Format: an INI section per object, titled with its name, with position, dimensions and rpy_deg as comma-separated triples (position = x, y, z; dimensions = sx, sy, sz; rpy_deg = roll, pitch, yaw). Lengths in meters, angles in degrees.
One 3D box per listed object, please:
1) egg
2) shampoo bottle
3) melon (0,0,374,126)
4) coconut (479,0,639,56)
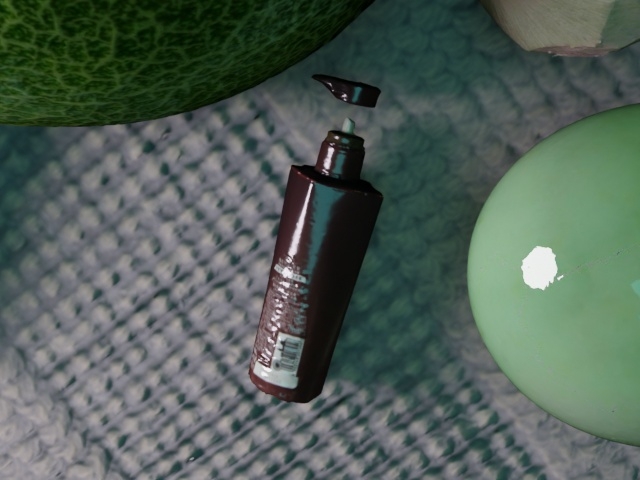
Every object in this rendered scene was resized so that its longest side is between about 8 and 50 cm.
[egg]
position = 0.230, 0.021, 0.584
dimensions = 0.269, 0.220, 0.220
rpy_deg = 0, 102, 3
[shampoo bottle]
position = -0.002, -0.001, 0.676
dimensions = 0.068, 0.067, 0.236
rpy_deg = 13, 102, -9
[melon]
position = -0.119, -0.174, 0.538
dimensions = 0.343, 0.331, 0.226
rpy_deg = 8, 72, 6
[coconut]
position = 0.167, -0.194, 0.556
dimensions = 0.171, 0.183, 0.171
rpy_deg = 27, 129, 38
